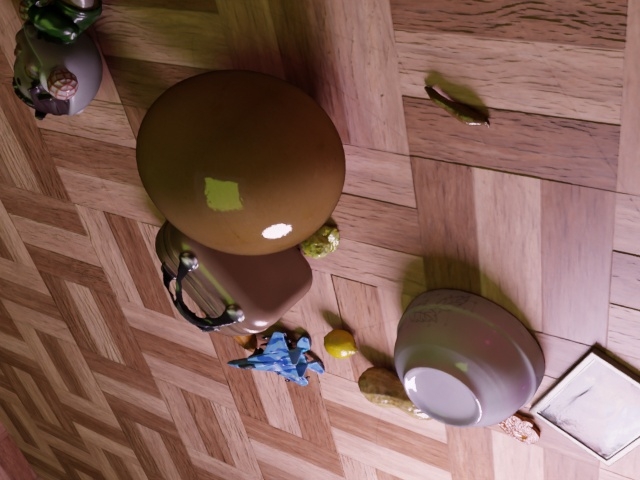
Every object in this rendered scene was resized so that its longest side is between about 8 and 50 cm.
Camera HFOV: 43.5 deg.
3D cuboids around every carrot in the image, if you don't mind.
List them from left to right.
[{"bbox_3d":[-0.193,0.203,1.912,0.072,0.072,0.205,6,139,37],"label":"carrot"}]

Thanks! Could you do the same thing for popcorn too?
[{"bbox_3d":[0.001,0.003,1.543,0.083,0.068,0.059,-25,141,12],"label":"popcorn"}]

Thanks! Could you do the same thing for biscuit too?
[{"bbox_3d":[0.398,0.371,1.602,0.091,0.015,0.078,41,141,-1],"label":"biscuit"}]

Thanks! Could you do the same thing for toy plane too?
[{"bbox_3d":[-0.115,0.279,1.892,0.246,0.078,0.169,-5,124,35],"label":"toy plane"}]

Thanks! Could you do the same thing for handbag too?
[{"bbox_3d":[-0.189,0.054,1.569,0.149,0.283,0.302,-23,111,48],"label":"handbag"}]

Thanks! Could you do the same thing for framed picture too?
[{"bbox_3d":[0.506,0.305,1.443,0.184,0.016,0.250,35,143,9],"label":"framed picture"}]

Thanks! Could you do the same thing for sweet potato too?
[{"bbox_3d":[0.200,-0.197,1.197,0.115,0.026,0.026,32,142,10],"label":"sweet potato"}]

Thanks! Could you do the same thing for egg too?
[{"bbox_3d":[-0.136,-0.130,1.327,0.373,0.301,0.301,18,138,38],"label":"egg"}]

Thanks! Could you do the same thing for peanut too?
[{"bbox_3d":[0.170,0.328,1.702,0.192,0.089,0.089,18,137,28],"label":"peanut"}]

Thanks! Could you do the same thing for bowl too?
[{"bbox_3d":[0.256,0.242,1.493,0.286,0.144,0.287,22,139,21],"label":"bowl"}]

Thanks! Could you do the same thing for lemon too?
[{"bbox_3d":[0.044,0.223,1.720,0.083,0.062,0.062,21,139,22],"label":"lemon"}]

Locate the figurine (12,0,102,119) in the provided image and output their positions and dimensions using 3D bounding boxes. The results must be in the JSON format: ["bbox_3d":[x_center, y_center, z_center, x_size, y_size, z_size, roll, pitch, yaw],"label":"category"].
[{"bbox_3d":[-0.485,-0.381,1.499,0.281,0.167,0.370,60,142,32],"label":"figurine"}]
